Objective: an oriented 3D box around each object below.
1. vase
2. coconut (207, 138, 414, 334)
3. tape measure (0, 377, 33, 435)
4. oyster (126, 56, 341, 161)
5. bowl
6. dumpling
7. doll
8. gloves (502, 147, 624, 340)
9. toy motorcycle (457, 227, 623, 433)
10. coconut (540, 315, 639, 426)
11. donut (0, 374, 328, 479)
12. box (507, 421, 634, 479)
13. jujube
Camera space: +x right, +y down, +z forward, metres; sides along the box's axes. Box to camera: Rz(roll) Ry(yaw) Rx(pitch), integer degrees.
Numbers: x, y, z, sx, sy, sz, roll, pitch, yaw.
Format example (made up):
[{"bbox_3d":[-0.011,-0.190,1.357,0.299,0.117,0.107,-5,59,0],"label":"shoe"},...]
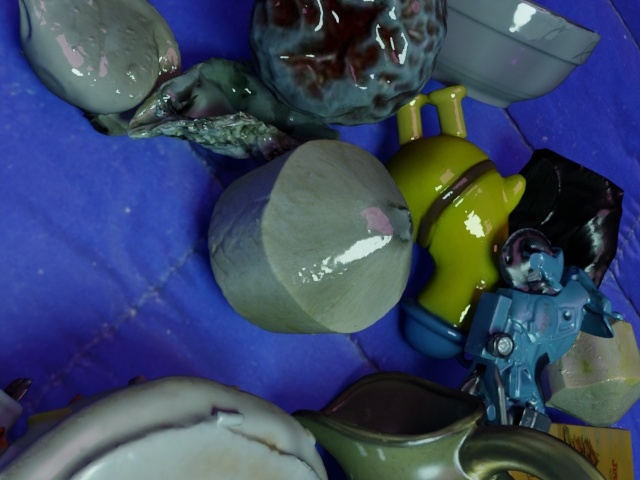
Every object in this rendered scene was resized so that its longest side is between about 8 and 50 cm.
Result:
[{"bbox_3d":[0.145,0.282,0.718,0.241,0.329,0.302,-10,84,-50],"label":"vase"},{"bbox_3d":[0.000,0.000,0.755,0.202,0.222,0.202,11,72,-39],"label":"coconut"},{"bbox_3d":[-0.378,0.131,0.509,0.243,0.125,0.246,43,56,-18],"label":"tape measure"},{"bbox_3d":[-0.073,-0.136,0.809,0.199,0.087,0.252,39,35,-11],"label":"oyster"},{"bbox_3d":[0.226,-0.284,1.004,0.287,0.144,0.287,21,23,-9],"label":"bowl"},{"bbox_3d":[-0.223,-0.197,0.729,0.176,0.092,0.150,50,58,-15],"label":"dumpling"},{"bbox_3d":[0.167,-0.018,0.918,0.145,0.199,0.363,9,72,-70],"label":"doll"},{"bbox_3d":[0.309,0.028,1.007,0.301,0.197,0.152,-52,152,-10],"label":"gloves"},{"bbox_3d":[0.258,0.133,0.867,0.182,0.123,0.272,23,83,-21],"label":"toy motorcycle"},{"bbox_3d":[0.386,0.189,1.024,0.147,0.147,0.153,19,54,-31],"label":"coconut"},{"bbox_3d":[-0.148,0.292,0.584,0.382,0.142,0.383,-4,96,-42],"label":"donut"},{"bbox_3d":[0.324,0.342,0.990,0.274,0.076,0.174,13,72,-33],"label":"box"},{"bbox_3d":[0.036,-0.243,0.804,0.226,0.226,0.317,56,16,-10],"label":"jujube"}]
